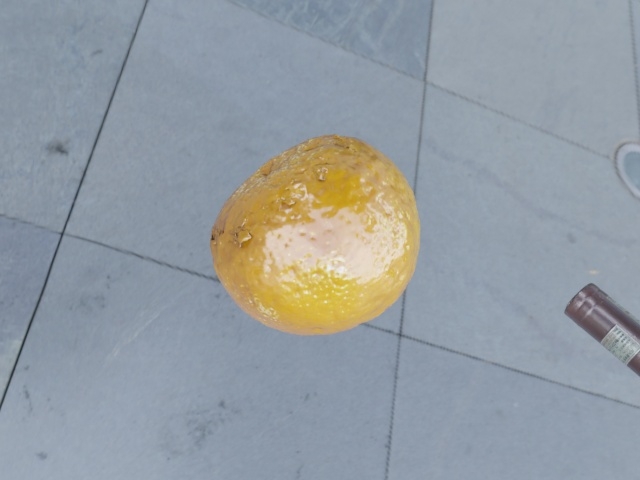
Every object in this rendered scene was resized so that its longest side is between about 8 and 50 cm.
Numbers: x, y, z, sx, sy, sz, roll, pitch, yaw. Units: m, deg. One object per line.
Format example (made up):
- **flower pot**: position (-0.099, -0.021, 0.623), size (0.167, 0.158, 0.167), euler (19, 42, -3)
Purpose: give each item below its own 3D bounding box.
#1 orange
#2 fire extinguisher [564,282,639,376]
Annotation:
- **orange**: position (0.000, 0.000, 1.207), size (0.293, 0.341, 0.340), euler (53, 54, -16)
- **fire extinguisher**: position (0.504, 0.157, 1.191), size (0.071, 0.099, 0.231), euler (-29, 56, -28)
